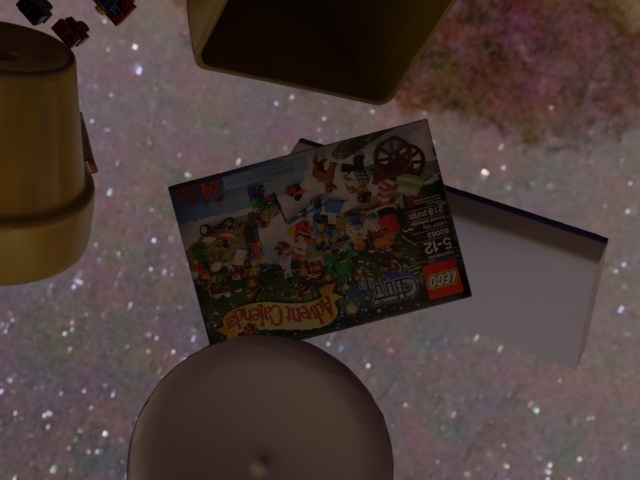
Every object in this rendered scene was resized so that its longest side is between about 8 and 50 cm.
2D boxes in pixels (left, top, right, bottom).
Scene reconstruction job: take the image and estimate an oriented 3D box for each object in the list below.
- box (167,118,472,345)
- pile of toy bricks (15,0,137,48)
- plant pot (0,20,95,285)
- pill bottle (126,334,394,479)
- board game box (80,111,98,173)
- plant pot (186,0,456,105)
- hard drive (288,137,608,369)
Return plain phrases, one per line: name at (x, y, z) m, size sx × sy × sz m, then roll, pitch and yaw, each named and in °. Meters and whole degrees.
box at (0.000, 0.000, 0.864) m, size 0.233 × 0.159 × 0.044 m, roll -15°, pitch -179°, yaw 3°
pile of toy bricks at (-0.298, -0.323, 1.126) m, size 0.212 × 0.118 × 0.105 m, roll 49°, pitch -159°, yaw -6°
plant pot at (-0.378, -0.112, 1.130) m, size 0.254 × 0.239 × 0.254 m, roll 13°, pitch -152°, yaw -7°
pill bottle at (-0.038, 0.146, 0.577) m, size 0.130 × 0.130 × 0.246 m, roll 28°, pitch 160°, yaw 5°
board game box at (-0.446, -0.144, 1.606) m, size 0.145 × 0.027 × 0.281 m, roll -18°, pitch -154°, yaw -10°
plant pot at (-0.004, -0.275, 0.879) m, size 0.212 × 0.212 × 0.187 m, roll 7°, pitch -137°, yaw -34°
hard drive at (0.125, 0.016, 1.017) m, size 0.318 × 0.210 × 0.040 m, roll 20°, pitch -119°, yaw 20°
